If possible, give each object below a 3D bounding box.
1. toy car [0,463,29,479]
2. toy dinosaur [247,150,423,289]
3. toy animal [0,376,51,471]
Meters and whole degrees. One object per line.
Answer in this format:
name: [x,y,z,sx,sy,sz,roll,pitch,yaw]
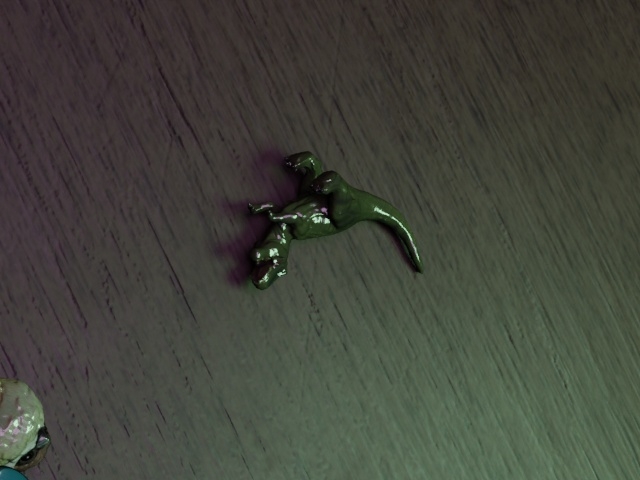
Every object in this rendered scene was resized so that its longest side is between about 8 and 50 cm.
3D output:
toy car: [-0.393,0.256,1.611,0.198,0.204,0.248,41,24,-8]
toy dinosaur: [0.000,0.000,1.957,0.187,0.087,0.179,-34,129,-11]
toy animal: [-0.324,0.182,1.752,0.098,0.137,0.098,2,87,-63]
